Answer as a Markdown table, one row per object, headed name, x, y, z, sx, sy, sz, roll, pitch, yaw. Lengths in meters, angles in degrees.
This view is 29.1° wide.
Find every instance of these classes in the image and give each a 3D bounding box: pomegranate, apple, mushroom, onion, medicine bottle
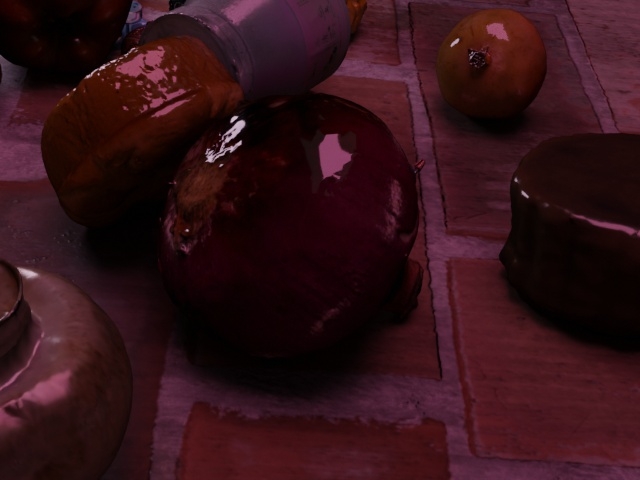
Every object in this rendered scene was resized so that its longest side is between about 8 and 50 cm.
| name | x | y | z | sx | sy | sz | roll | pitch | yaw |
| --- | --- | --- | --- | --- | --- | --- | --- | --- | --- |
| pomegranate | 0.283 | -0.295 | 2.054 | 0.191 | 0.191 | 0.191 | 4 | 34 | -3 |
| apple | -0.448 | -0.437 | 2.065 | 0.288 | 0.288 | 0.317 | -2 | 47 | -12 |
| mushroom | -0.365 | 0.149 | 1.228 | 0.352 | 0.260 | 0.352 | 4 | 39 | -3 |
| onion | 0.000 | 0.000 | 1.515 | 0.385 | 0.348 | 0.348 | 27 | 20 | -36 |
| medicine bottle | -0.127 | -0.314 | 1.973 | 0.245 | 0.245 | 0.290 | 24 | 40 | 25 |

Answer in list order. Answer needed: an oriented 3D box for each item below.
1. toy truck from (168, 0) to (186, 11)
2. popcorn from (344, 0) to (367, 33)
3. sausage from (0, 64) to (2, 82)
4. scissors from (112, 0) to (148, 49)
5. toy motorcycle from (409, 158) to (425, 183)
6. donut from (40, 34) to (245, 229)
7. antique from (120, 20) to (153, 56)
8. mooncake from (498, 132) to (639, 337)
| name | x | y | z | sx | sy | sz | roll | pitch | yaw |
| --- | --- | --- | --- | --- | --- | --- | --- | --- | --- |
| toy truck | -0.169 | -0.430 | 2.236 | 0.208 | 0.126 | 0.113 | 32 | 42 | 32 |
| popcorn | 0.015 | -0.449 | 2.294 | 0.148 | 0.152 | 0.167 | 22 | 42 | -12 |
| sausage | -0.598 | -0.306 | 1.957 | 0.152 | 0.152 | 0.280 | -15 | 37 | -28 |
| scissors | -0.356 | -0.419 | 2.274 | 0.125 | 0.030 | 0.256 | 0 | 38 | -9 |
| toy motorcycle | 0.054 | -0.117 | 1.845 | 0.221 | 0.102 | 0.150 | 30 | 61 | 35 |
| donut | -0.236 | -0.143 | 1.650 | 0.150 | 0.317 | 0.299 | 58 | 34 | 6 |
| antique | -0.288 | -0.312 | 2.070 | 0.104 | 0.104 | 0.104 | 4 | 34 | -3 |
| mooncake | 0.409 | -0.008 | 1.658 | 0.324 | 0.187 | 0.324 | 3 | 32 | -2 |
